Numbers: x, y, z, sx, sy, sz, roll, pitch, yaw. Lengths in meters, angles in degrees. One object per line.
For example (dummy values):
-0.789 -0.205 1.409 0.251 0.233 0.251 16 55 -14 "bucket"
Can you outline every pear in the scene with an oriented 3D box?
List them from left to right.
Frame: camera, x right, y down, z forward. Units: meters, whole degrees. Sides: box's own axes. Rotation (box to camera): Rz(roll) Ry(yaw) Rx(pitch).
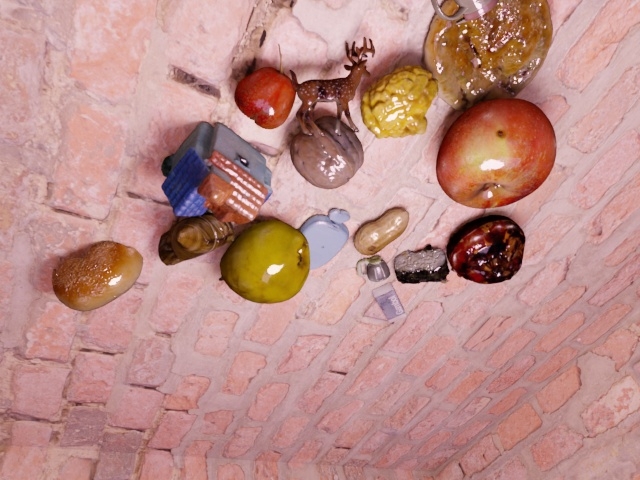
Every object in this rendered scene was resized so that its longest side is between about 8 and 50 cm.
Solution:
-0.204 0.087 1.504 0.374 0.288 0.287 -18 132 23 "pear"

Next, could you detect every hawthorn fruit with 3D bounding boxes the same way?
-0.133 -0.414 1.191 0.162 0.163 0.204 35 101 -33 "hawthorn fruit"

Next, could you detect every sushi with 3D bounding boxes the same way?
0.403 0.101 1.732 0.212 0.147 0.115 -11 139 20 "sushi"

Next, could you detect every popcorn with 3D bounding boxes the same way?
0.235 -0.383 1.240 0.226 0.200 0.203 -44 113 -23 "popcorn"

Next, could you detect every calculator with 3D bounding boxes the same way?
0.000 0.000 1.614 0.188 0.042 0.303 22 124 -26 "calculator"

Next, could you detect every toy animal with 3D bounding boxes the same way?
0.045 -0.416 1.165 0.243 0.087 0.261 -6 95 -18 "toy animal"

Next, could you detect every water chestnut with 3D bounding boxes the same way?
0.638 0.052 1.643 0.299 0.300 0.300 -6 130 -7 "water chestnut"

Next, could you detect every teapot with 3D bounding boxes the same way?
0.210 0.111 1.723 0.124 0.092 0.091 -19 114 -4 "teapot"

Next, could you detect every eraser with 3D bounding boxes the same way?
0.307 0.277 1.905 0.091 0.046 0.213 -25 129 9 "eraser"

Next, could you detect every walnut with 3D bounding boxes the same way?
0.017 -0.262 1.302 0.223 0.224 0.225 -6 130 -7 "walnut"

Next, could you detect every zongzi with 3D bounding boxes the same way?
-0.448 0.008 1.369 0.285 0.288 0.134 -24 93 20 "zongzi"

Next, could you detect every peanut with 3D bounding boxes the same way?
0.226 -0.034 1.591 0.236 0.110 0.120 -37 118 16 "peanut"

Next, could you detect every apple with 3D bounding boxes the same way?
0.528 -0.263 1.325 0.347 0.277 0.349 3 158 1 "apple"

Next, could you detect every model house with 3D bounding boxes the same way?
-0.293 -0.142 1.252 0.251 0.330 0.294 -43 123 18 "model house"

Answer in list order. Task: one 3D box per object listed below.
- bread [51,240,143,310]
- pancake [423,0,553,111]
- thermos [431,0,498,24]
-0.775 0.135 1.463 0.313 0.192 0.171 -17 132 2 "bread"
0.478 -0.547 1.236 0.385 0.082 0.387 -3 129 -4 "pancake"
0.326 -0.660 1.041 0.176 0.146 0.265 -37 118 6 "thermos"
